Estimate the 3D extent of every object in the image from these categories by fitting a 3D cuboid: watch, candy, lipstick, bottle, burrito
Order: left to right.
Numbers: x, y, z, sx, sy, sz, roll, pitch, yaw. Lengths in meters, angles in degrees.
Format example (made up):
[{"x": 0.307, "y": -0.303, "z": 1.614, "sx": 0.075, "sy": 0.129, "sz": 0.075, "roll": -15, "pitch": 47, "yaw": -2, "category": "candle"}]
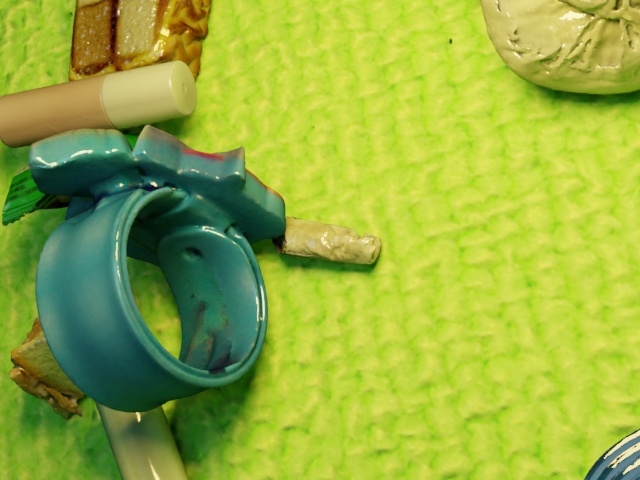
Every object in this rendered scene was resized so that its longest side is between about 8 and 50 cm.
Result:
[{"x": -0.296, "y": -0.090, "z": 1.595, "sx": 0.141, "sy": 0.203, "sz": 0.078, "roll": -10, "pitch": 104, "yaw": 16, "category": "candy"}, {"x": -0.280, "y": -0.167, "z": 1.614, "sx": 0.254, "sy": 0.070, "sz": 0.070, "roll": -8, "pitch": 68, "yaw": 22, "category": "lipstick"}, {"x": -0.196, "y": 0.029, "z": 1.413, "sx": 0.241, "sy": 0.305, "sz": 0.274, "roll": -21, "pitch": 53, "yaw": 37, "category": "watch"}, {"x": -0.194, "y": 0.250, "z": 1.477, "sx": 0.072, "sy": 0.072, "sz": 0.201, "roll": -32, "pitch": 61, "yaw": 11, "category": "bottle"}, {"x": 0.000, "y": 0.000, "z": 1.494, "sx": 0.149, "sy": 0.055, "sz": 0.041, "roll": 10, "pitch": 110, "yaw": 26, "category": "burrito"}]

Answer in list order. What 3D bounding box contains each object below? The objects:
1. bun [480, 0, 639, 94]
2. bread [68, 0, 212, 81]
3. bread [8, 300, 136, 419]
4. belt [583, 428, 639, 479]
[{"x": 0.300, "y": -0.286, "z": 1.360, "sx": 0.287, "sy": 0.146, "sz": 0.287, "roll": 2, "pitch": 97, "yaw": 16, "category": "bun"}, {"x": -0.234, "y": -0.289, "z": 1.683, "sx": 0.181, "sy": 0.096, "sz": 0.222, "roll": -6, "pitch": 70, "yaw": 26, "category": "bread"}, {"x": -0.296, "y": 0.112, "z": 1.565, "sx": 0.147, "sy": 0.127, "sz": 0.152, "roll": -29, "pitch": 45, "yaw": 12, "category": "bread"}, {"x": 0.408, "y": 0.252, "z": 1.174, "sx": 0.347, "sy": 0.117, "sz": 0.212, "roll": -15, "pitch": 65, "yaw": 18, "category": "belt"}]
